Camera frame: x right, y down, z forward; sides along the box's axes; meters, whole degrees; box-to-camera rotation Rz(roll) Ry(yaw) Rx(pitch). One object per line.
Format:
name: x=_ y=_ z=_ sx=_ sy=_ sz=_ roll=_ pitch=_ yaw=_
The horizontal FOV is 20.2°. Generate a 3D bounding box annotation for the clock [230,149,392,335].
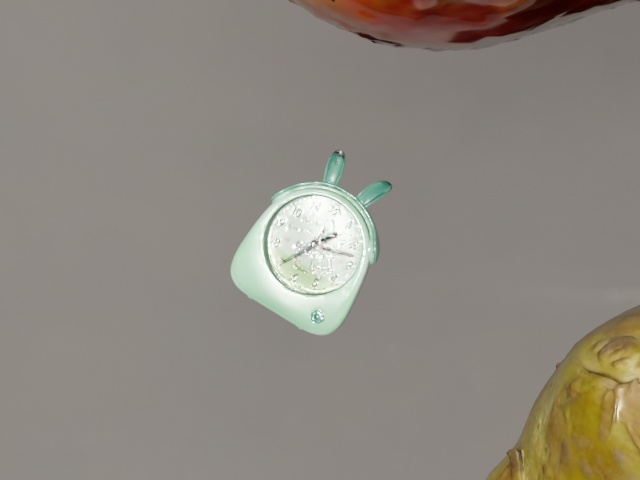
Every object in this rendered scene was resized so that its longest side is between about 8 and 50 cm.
clock: x=0.000 y=0.000 z=1.412 sx=0.101 sy=0.135 sz=0.041 roll=33 pitch=-172 yaw=7

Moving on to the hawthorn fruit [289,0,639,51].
hawthorn fruit: x=0.094 y=-0.304 z=0.812 sx=0.403 sy=0.403 sz=0.403 roll=3 pitch=155 yaw=1

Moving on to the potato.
potato: x=0.252 y=0.144 z=1.331 sx=0.246 sy=0.196 sz=0.300 roll=6 pitch=160 yaw=-34
